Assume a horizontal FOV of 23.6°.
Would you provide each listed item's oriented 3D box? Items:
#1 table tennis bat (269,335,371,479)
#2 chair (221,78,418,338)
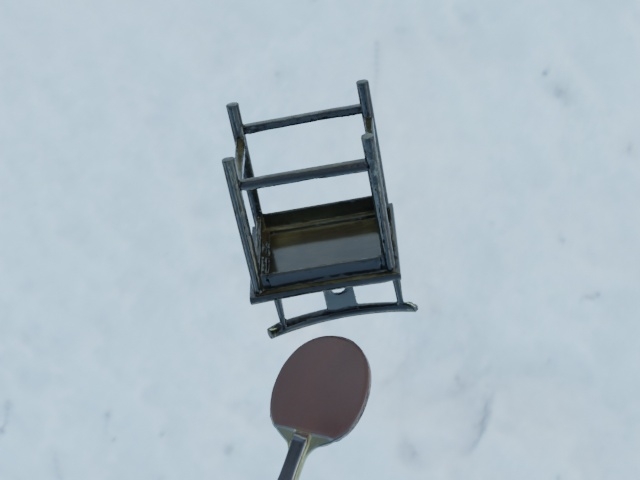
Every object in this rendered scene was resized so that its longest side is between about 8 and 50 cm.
[{"bbox_3d":[-0.008,0.158,1.360,0.095,0.014,0.158,10,69,30],"label":"table tennis bat"},{"bbox_3d":[0.000,0.000,1.442,0.154,0.141,0.260,-9,120,5],"label":"chair"}]
